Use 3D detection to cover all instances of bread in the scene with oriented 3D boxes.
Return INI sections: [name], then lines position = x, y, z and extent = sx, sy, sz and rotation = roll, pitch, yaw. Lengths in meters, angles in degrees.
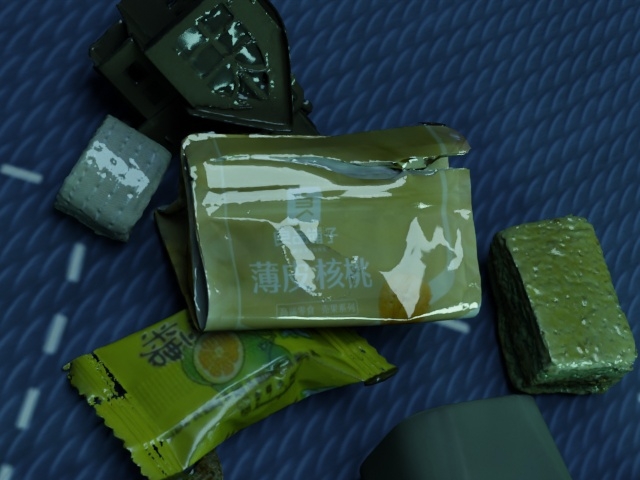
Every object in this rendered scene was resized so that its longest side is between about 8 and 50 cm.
[bread]
position = 0.270, 0.077, 1.613
extent = 0.138, 0.102, 0.196
rotation = -2, 63, -28

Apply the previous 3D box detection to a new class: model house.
[model house]
position = -0.106, -0.171, 1.540
extent = 0.204, 0.211, 0.243
rotation = -40, 119, 5

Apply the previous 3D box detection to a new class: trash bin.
[trash bin]
position = 0.164, 0.301, 1.388
extent = 0.220, 0.219, 0.250
rotation = -5, 61, -27

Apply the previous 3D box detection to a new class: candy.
[candy]
position = -0.089, 0.130, 1.426
extent = 0.297, 0.081, 0.187
rotation = -22, 53, -33

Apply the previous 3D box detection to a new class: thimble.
[thimble]
position = -0.213, -0.064, 1.466
extent = 0.090, 0.102, 0.115
rotation = 31, 70, -10

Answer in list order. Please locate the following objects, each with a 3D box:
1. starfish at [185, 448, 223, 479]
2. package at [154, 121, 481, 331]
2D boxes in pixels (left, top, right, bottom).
[starfish]
position = -0.146, 0.290, 1.338
extent = 0.235, 0.062, 0.277
rotation = 14, 52, -16
[package]
position = 0.006, -0.029, 1.467
extent = 0.311, 0.165, 0.221
rotation = -1, 37, -22
